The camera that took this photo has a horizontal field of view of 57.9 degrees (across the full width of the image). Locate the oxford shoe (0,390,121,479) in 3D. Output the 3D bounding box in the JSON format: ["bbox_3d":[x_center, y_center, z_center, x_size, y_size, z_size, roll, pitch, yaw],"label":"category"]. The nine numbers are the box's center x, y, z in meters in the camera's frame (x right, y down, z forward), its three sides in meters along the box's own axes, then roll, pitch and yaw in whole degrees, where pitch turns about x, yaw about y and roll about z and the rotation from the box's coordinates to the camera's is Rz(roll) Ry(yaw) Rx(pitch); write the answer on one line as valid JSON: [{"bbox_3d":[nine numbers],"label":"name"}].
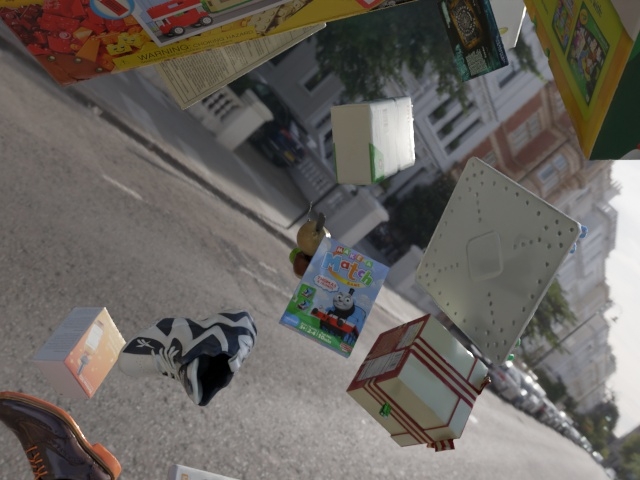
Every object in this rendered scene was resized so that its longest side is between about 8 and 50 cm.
[{"bbox_3d":[-0.486,0.377,1.040,0.271,0.097,0.098,45,34,-15],"label":"oxford shoe"}]

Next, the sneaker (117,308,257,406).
[{"bbox_3d":[-0.216,0.190,0.883,0.153,0.235,0.094,-88,168,-69],"label":"sneaker"}]

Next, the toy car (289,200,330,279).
[{"bbox_3d":[0.000,0.000,1.422,0.155,0.149,0.188,-135,-144,-57],"label":"toy car"}]

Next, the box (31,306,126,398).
[{"bbox_3d":[-0.550,0.257,1.334,0.170,0.091,0.130,-69,150,-49],"label":"box"}]

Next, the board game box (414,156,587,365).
[{"bbox_3d":[0.426,0.042,1.449,0.050,0.389,0.390,6,27,-31],"label":"board game box"}]

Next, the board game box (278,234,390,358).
[{"bbox_3d":[0.031,0.115,1.212,0.160,0.211,0.039,27,-23,1],"label":"board game box"}]

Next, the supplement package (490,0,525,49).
[{"bbox_3d":[0.453,-0.675,1.585,0.262,0.145,0.204,77,-4,-63],"label":"supplement package"}]

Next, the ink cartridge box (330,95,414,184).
[{"bbox_3d":[0.111,-0.206,1.168,0.208,0.087,0.153,-27,117,-55],"label":"ink cartridge box"}]

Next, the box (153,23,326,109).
[{"bbox_3d":[-0.161,-0.386,1.024,0.121,0.311,0.148,55,-7,34],"label":"box"}]

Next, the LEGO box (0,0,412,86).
[{"bbox_3d":[-0.083,-0.369,0.503,0.372,0.500,0.193,75,1,-71],"label":"LEGO box"}]

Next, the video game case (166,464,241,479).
[{"bbox_3d":[-0.229,0.695,1.281,0.300,0.036,0.329,34,42,-38],"label":"video game case"}]

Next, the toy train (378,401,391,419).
[{"bbox_3d":[0.152,0.398,1.351,0.023,0.017,0.083,57,11,7],"label":"toy train"}]

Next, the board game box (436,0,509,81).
[{"bbox_3d":[0.324,-0.445,1.238,0.126,0.026,0.186,0,-67,63],"label":"board game box"}]

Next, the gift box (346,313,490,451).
[{"bbox_3d":[0.265,0.374,1.474,0.258,0.255,0.276,46,-34,-9],"label":"gift box"}]

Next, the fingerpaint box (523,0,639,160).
[{"bbox_3d":[0.337,-0.361,0.566,0.371,0.163,0.444,86,5,-48],"label":"fingerpaint box"}]
